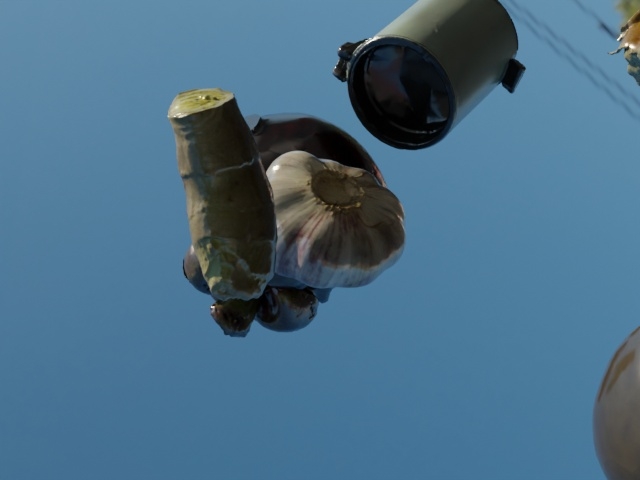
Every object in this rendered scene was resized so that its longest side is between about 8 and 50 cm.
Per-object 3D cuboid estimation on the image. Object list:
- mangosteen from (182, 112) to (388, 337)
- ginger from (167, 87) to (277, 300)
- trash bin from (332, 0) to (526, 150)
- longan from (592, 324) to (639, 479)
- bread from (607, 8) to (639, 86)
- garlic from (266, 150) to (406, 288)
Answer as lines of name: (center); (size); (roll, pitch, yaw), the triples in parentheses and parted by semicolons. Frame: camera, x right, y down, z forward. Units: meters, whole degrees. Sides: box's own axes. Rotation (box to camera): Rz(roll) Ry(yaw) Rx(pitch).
mangosteen: (-0.076, -0.042, 2.169); (0.381, 0.381, 0.421); (48, -138, 0)
ginger: (-0.115, -0.056, 1.475); (0.116, 0.109, 0.263); (-19, -76, -20)
trash bin: (0.203, -0.315, 2.167); (0.277, 0.217, 0.262); (32, -135, 13)
longan: (0.310, 0.143, 0.940); (0.196, 0.220, 0.197); (-3, -83, -21)
bread: (0.538, -0.237, 1.438); (0.279, 0.250, 0.225); (-42, -71, -12)
garlic: (0.000, 0.000, 1.863); (0.245, 0.253, 0.245); (7, -130, -9)
